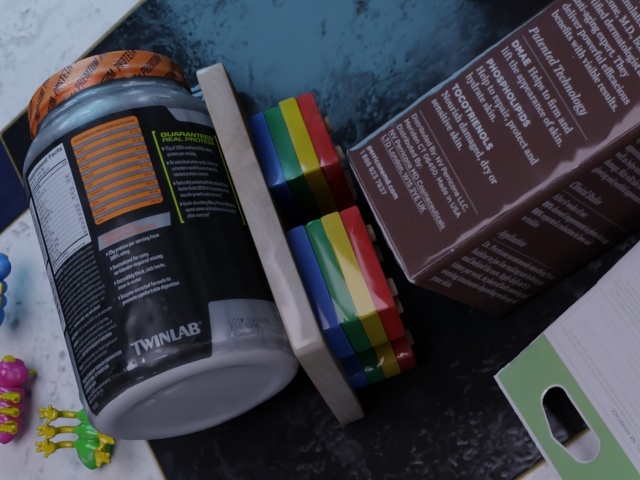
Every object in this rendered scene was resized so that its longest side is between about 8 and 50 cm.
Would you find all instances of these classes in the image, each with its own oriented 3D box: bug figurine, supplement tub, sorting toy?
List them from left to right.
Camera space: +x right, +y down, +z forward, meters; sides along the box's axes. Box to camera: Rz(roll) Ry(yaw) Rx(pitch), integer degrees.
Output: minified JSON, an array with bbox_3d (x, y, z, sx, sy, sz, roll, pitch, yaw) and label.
[{"bbox_3d":[-0.269,0.113,1.388,0.279,0.072,0.216,8,89,27],"label":"bug figurine"},{"bbox_3d":[-0.151,0.001,1.220,0.193,0.193,0.316,-29,65,22],"label":"supplement tub"},{"bbox_3d":[0.000,0.000,1.165,0.089,0.257,0.256,-21,69,2],"label":"sorting toy"}]

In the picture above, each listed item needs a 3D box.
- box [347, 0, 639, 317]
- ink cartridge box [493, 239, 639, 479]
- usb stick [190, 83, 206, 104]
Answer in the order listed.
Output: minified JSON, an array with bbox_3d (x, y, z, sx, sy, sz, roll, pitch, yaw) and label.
[{"bbox_3d":[0.231,-0.104,1.080,0.381,0.191,0.143,-33,64,19],"label":"box"},{"bbox_3d":[0.267,0.094,1.069,0.235,0.056,0.171,-47,45,19],"label":"ink cartridge box"},{"bbox_3d":[-0.093,-0.025,1.334,0.077,0.045,0.278,-22,68,25],"label":"usb stick"}]
